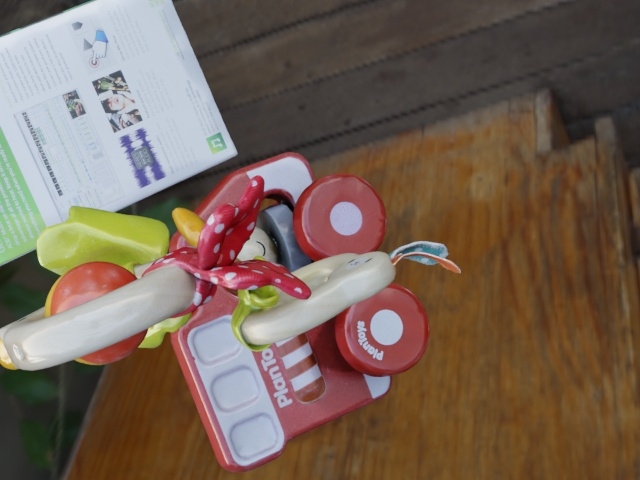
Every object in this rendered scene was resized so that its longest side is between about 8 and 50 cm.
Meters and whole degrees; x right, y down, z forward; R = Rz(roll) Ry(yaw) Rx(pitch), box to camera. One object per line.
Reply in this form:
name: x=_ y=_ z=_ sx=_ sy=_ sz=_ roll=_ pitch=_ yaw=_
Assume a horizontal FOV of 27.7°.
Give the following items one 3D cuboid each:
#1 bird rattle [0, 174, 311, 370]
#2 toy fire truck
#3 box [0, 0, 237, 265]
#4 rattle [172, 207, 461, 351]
bird rattle: x=-0.142 y=0.051 z=1.017 sx=0.253 sy=0.207 sz=0.143 roll=0 pitch=114 yaw=50
toy fire truck: x=-0.048 y=0.069 z=1.407 sx=0.169 sy=0.254 sz=0.302 roll=-19 pitch=93 yaw=66
box: x=-0.280 y=-0.139 z=1.476 sx=0.058 sy=0.322 sz=0.232 roll=-4 pitch=111 yaw=63
rattle: x=0.000 y=0.000 z=1.103 sx=0.199 sy=0.130 sz=0.143 roll=-24 pitch=85 yaw=22
